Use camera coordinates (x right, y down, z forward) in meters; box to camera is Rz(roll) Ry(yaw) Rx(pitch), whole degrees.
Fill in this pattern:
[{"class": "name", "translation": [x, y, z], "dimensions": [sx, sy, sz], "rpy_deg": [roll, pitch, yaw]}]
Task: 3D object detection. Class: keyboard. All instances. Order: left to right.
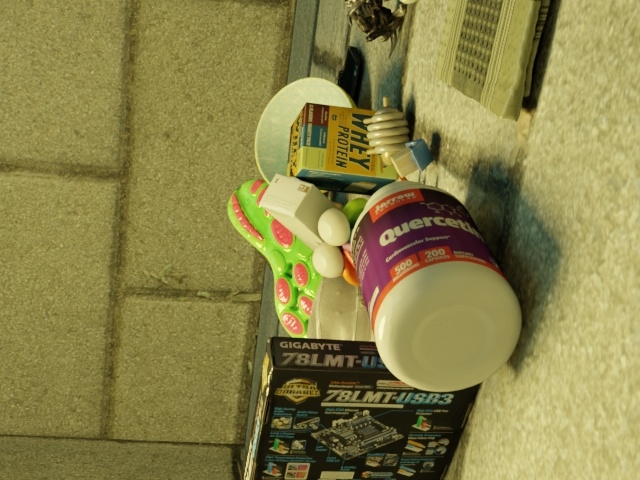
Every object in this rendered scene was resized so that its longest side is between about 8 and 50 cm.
[{"class": "keyboard", "translation": [0.062, -0.352, 2.232], "dimensions": [0.202, 0.033, 0.317], "rpy_deg": [-106, 23, -57]}]

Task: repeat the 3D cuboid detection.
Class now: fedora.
[{"class": "fedora", "translation": [0.041, 0.182, 1.818], "dimensions": [0.244, 0.124, 0.276], "rpy_deg": [118, 155, -68]}]

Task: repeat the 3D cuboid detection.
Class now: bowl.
[{"class": "bowl", "translation": [-0.002, -0.238, 2.077], "dimensions": [0.156, 0.289, 0.290], "rpy_deg": [13, -101, -57]}]

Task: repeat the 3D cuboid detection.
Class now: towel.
[{"class": "towel", "translation": [0.247, -0.342, 1.142], "dimensions": [0.312, 0.056, 0.324], "rpy_deg": [-116, 34, -66]}]

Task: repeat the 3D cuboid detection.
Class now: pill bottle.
[{"class": "pill bottle", "translation": [0.140, 0.042, 1.144], "dimensions": [0.323, 0.181, 0.182], "rpy_deg": [-104, 21, -60]}]

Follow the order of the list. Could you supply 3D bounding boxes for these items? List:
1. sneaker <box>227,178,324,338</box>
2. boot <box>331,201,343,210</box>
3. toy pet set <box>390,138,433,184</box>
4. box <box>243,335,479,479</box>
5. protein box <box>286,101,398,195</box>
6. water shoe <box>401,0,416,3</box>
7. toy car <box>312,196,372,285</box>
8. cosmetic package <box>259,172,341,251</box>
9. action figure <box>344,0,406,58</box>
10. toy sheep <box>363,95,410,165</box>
[{"class": "sneaker", "translation": [-0.049, 0.057, 2.078], "dimensions": [0.483, 0.185, 0.202], "rpy_deg": [63, -163, 19]}, {"class": "boot", "translation": [0.000, 0.000, 2.235], "dimensions": [0.248, 0.090, 0.207], "rpy_deg": [-163, 80, -76]}, {"class": "toy pet set", "translation": [0.172, -0.114, 1.466], "dimensions": [0.114, 0.065, 0.122], "rpy_deg": [61, -176, -18]}, {"class": "box", "translation": [0.051, 0.271, 1.220], "dimensions": [0.073, 0.295, 0.293], "rpy_deg": [-103, 19, -54]}, {"class": "protein box", "translation": [0.043, -0.183, 1.755], "dimensions": [0.201, 0.199, 0.136], "rpy_deg": [148, 127, -77]}, {"class": "water shoe", "translation": [0.174, -0.501, 1.603], "dimensions": [0.080, 0.072, 0.203], "rpy_deg": [72, -164, -51]}, {"class": "toy car", "translation": [0.080, 0.008, 1.695], "dimensions": [0.136, 0.159, 0.182], "rpy_deg": [35, 128, 37]}, {"class": "cosmetic package", "translation": [-0.011, -0.040, 1.781], "dimensions": [0.117, 0.231, 0.086], "rpy_deg": [20, 76, 45]}, {"class": "action figure", "translation": [0.099, -0.509, 1.709], "dimensions": [0.141, 0.276, 0.164], "rpy_deg": [-26, 22, 36]}, {"class": "toy sheep", "translation": [0.127, -0.208, 1.617], "dimensions": [0.091, 0.091, 0.132], "rpy_deg": [-155, 56, -80]}]
